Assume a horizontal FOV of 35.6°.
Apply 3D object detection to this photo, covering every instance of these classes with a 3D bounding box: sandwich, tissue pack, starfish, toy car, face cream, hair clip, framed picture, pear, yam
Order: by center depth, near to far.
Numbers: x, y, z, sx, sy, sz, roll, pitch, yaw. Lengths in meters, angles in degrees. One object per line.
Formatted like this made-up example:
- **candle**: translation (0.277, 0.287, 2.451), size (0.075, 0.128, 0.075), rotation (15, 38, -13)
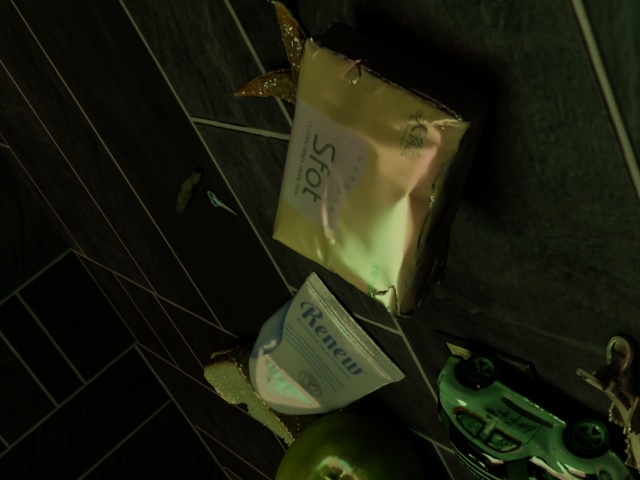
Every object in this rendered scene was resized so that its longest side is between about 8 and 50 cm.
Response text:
- **tissue pack**: translation (0.061, -0.077, 1.074), size (0.215, 0.123, 0.256), rotation (31, 127, 27)
- **hair clip**: translation (0.353, 0.192, 1.138), size (0.034, 0.072, 0.226), rotation (31, 162, 50)
- **starfish**: translation (-0.024, -0.206, 1.202), size (0.138, 0.050, 0.247), rotation (44, 148, 6)
- **toy car**: translation (0.263, 0.272, 1.311), size (0.306, 0.125, 0.136), rotation (33, 153, 39)
- **framed picture**: translation (0.262, 0.222, 1.412), size (0.199, 0.010, 0.195), rotation (15, 140, 55)
- **face cream**: translation (-0.011, 0.215, 1.844), size (0.234, 0.137, 0.420), rotation (50, 148, 3)
- **yam**: translation (-0.249, -0.096, 1.865), size (0.027, 0.029, 0.234), rotation (24, 159, -9)
- **pear**: translation (0.067, 0.480, 1.897), size (0.287, 0.287, 0.375), rotation (41, 169, 21)
- **sandwich**: translation (-0.134, 0.357, 2.302), size (0.288, 0.100, 0.254), rotation (51, 153, -5)

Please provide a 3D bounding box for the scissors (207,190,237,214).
- **scissors**: translation (-0.176, -0.064, 1.795), size (0.083, 0.006, 0.036), rotation (32, 151, 38)
